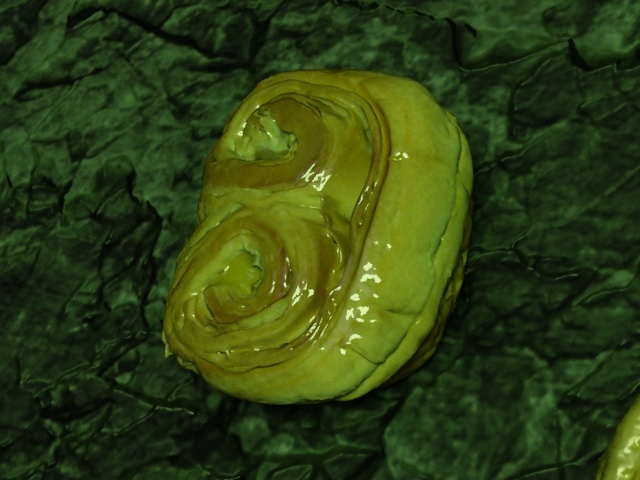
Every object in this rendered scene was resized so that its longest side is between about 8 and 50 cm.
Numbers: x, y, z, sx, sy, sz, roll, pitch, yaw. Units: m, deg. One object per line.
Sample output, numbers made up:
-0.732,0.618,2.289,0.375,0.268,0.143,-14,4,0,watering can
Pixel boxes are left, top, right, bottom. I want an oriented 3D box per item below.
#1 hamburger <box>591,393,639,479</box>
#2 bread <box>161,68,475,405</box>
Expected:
0.277,0.147,0.766,0.283,0.144,0.259,31,88,33,hamburger
0.003,0.000,1.015,0.198,0.120,0.236,5,69,34,bread
